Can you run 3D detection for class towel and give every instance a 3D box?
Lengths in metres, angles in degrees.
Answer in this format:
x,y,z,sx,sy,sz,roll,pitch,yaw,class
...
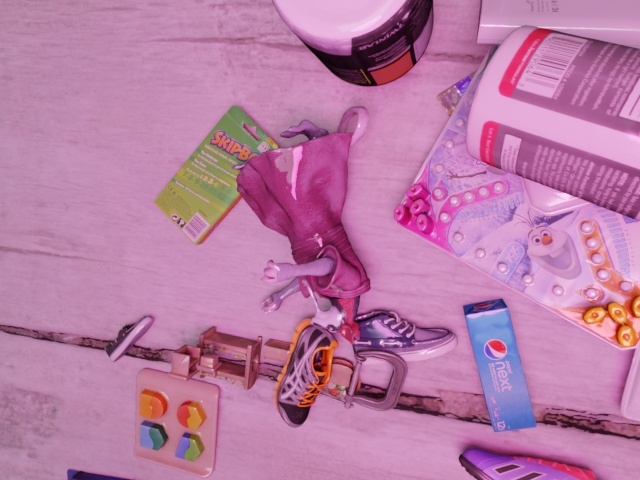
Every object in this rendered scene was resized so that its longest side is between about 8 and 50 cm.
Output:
x,y,z,sx,sy,sz,roll,pitch,yaw,class
0.246,-0.242,0.778,0.083,0.009,0.060,-31,88,16,towel

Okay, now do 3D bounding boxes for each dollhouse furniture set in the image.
x,y,z,sx,sy,sz,roll,pitch,yaw,class
-0.161,0.250,0.867,0.182,0.161,0.101,9,100,14,dollhouse furniture set

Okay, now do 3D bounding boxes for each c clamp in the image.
x,y,z,sx,sy,sz,roll,pitch,yaw,class
0.081,0.255,0.835,0.137,0.022,0.160,20,119,6,c clamp

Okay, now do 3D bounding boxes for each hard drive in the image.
x,y,z,sx,sy,sz,roll,pitch,yaw,class
0.387,-0.338,0.651,0.308,0.040,0.202,8,55,13,hard drive

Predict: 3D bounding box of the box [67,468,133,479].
x,y,z,sx,sy,sz,roll,pitch,yaw,class
-0.497,0.612,1.065,0.226,0.036,0.136,1,98,15,box

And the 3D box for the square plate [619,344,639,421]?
x,y,z,sx,sy,sz,roll,pitch,yaw,class
0.673,0.140,0.702,0.348,0.049,0.343,8,99,13,square plate

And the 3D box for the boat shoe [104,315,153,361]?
x,y,z,sx,sy,sz,roll,pitch,yaw,class
-0.412,0.204,0.983,0.142,0.049,0.040,-44,85,17,boat shoe

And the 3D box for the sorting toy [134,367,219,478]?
x,y,z,sx,sy,sz,roll,pitch,yaw,class
-0.314,0.393,0.988,0.193,0.038,0.208,9,99,13,sorting toy

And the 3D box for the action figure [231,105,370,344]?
x,y,z,sx,sy,sz,roll,pitch,yaw,class
0.000,0.000,0.806,0.276,0.248,0.369,-27,92,-17,action figure

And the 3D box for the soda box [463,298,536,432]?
x,y,z,sx,sy,sz,roll,pitch,yaw,class
0.305,0.212,0.794,0.071,0.067,0.209,-14,94,15,soda box

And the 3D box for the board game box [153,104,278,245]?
x,y,z,sx,sy,sz,roll,pitch,yaw,class
-0.200,-0.124,0.893,0.124,0.039,0.259,45,108,4,board game box

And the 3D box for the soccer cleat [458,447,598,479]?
x,y,z,sx,sy,sz,roll,pitch,yaw,class
0.399,0.422,0.792,0.319,0.108,0.116,24,82,12,soccer cleat

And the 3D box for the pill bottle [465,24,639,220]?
x,y,z,sx,sy,sz,roll,pitch,yaw,class
0.352,-0.126,0.538,0.319,0.176,0.176,29,104,28,pill bottle

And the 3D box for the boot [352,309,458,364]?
x,y,z,sx,sy,sz,roll,pitch,yaw,class
0.142,0.165,0.827,0.190,0.069,0.085,-14,99,16,boot

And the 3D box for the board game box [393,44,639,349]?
x,y,z,sx,sy,sz,roll,pitch,yaw,class
0.352,-0.110,0.665,0.390,0.050,0.389,33,98,27,board game box

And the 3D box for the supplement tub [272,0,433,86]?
x,y,z,sx,sy,sz,roll,pitch,yaw,class
0.061,-0.332,0.654,0.194,0.316,0.193,2,97,13,supplement tub

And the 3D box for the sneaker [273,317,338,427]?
x,y,z,sx,sy,sz,roll,pitch,yaw,class
-0.025,0.256,0.861,0.083,0.084,0.214,22,105,45,sneaker

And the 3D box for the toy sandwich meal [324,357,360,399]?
x,y,z,sx,sy,sz,roll,pitch,yaw,class
0.038,0.268,0.887,0.086,0.029,0.085,2,98,14,toy sandwich meal
